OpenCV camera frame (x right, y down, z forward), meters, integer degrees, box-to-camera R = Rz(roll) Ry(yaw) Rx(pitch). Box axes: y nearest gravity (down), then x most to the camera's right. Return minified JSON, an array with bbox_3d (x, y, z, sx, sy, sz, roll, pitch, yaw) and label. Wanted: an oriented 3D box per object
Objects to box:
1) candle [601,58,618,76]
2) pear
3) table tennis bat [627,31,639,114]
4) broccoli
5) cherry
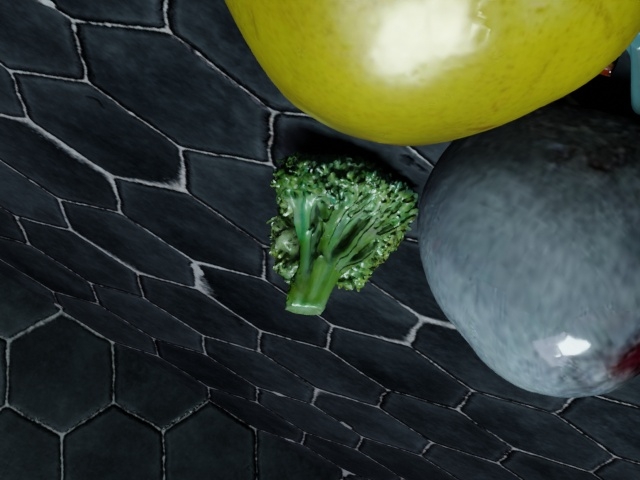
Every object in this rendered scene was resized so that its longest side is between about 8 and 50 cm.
[{"bbox_3d":[0.164,-0.169,0.948,0.167,0.026,0.021,21,155,13],"label":"candle"},{"bbox_3d":[0.059,-0.215,0.639,0.285,0.285,0.336,11,138,34],"label":"pear"},{"bbox_3d":[0.243,-0.167,0.858,0.124,0.033,0.201,15,152,30],"label":"table tennis bat"},{"bbox_3d":[0.000,0.000,1.310,0.194,0.194,0.220,34,152,-19],"label":"broccoli"},{"bbox_3d":[0.219,0.007,0.980,0.296,0.255,0.218,34,173,26],"label":"cherry"}]
